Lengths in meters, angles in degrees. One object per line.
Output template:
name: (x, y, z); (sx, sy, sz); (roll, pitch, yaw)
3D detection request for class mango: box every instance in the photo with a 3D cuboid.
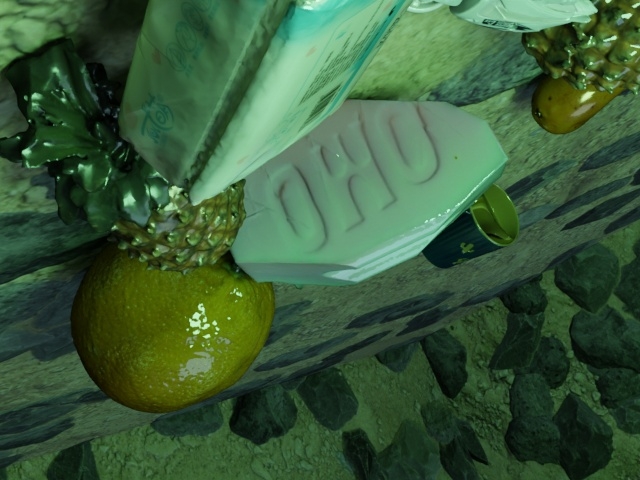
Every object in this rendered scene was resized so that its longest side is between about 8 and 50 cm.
mango: (0.357, -0.212, 1.236); (0.159, 0.084, 0.105); (-41, -179, 1)

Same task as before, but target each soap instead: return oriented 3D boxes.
soap: (0.044, -0.062, 1.060); (0.323, 0.193, 0.109); (-24, 166, 1)

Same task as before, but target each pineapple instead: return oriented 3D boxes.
pineapple: (0.294, -0.216, 0.883); (0.193, 0.166, 0.166); (13, -169, 37)
pineapple: (-0.169, -0.074, 0.835); (0.170, 0.141, 0.310); (-39, 156, 2)

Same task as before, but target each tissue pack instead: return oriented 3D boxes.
tissue pack: (-0.027, -0.161, 0.650); (0.201, 0.124, 0.271); (-37, 173, -31)

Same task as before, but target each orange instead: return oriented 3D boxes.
orange: (-0.185, 0.095, 1.174); (0.264, 0.264, 0.264); (-22, 166, -6)

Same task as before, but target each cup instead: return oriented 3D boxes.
cup: (0.253, -0.030, 1.692); (0.176, 0.131, 0.155); (23, 145, -29)

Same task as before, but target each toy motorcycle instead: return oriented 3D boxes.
toy motorcycle: (0.173, -0.227, 0.781); (0.254, 0.113, 0.112); (-7, 164, -5)

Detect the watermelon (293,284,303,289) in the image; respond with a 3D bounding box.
watermelon: (0.000, 0.000, 1.493); (0.139, 0.071, 0.187); (-25, 159, -23)
